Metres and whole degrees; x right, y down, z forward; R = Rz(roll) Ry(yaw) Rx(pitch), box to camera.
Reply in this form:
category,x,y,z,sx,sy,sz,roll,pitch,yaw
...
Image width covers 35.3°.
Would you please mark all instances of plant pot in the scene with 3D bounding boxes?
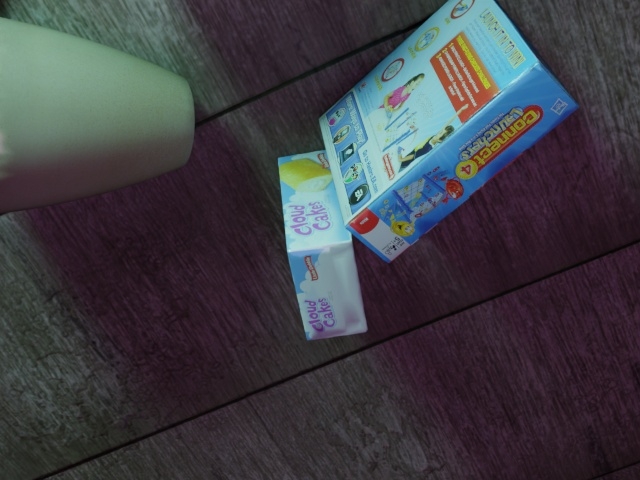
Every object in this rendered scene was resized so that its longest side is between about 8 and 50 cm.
category,x,y,z,sx,sy,sz,roll,pitch,yaw
plant pot,-0.314,-0.161,1.322,0.274,0.256,0.256,-2,123,-25

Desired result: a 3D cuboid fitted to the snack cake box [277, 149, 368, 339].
category,x,y,z,sx,sy,sz,roll,pitch,yaw
snack cake box,0.000,0.000,1.424,0.089,0.264,0.152,-9,122,0

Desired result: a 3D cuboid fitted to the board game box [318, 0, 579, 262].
category,x,y,z,sx,sy,sz,roll,pitch,yaw
board game box,0.148,-0.166,1.314,0.302,0.308,0.086,-40,119,18
